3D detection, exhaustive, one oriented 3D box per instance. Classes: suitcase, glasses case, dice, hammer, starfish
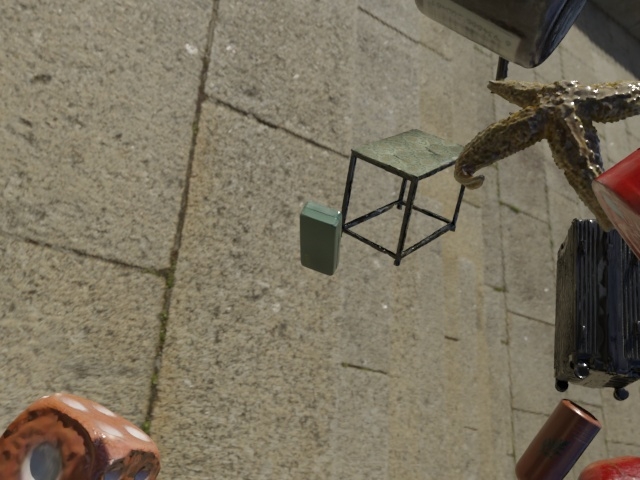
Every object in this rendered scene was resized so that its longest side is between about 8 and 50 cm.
[{"bbox_3d":[0.580,0.142,1.246,0.152,0.230,0.335,5,70,13],"label":"suitcase"},{"bbox_3d":[0.000,0.000,1.211,0.077,0.184,0.039,19,57,12],"label":"glasses case"},{"bbox_3d":[-0.362,0.340,0.890,0.175,0.173,0.179,-62,158,-10],"label":"dice"},{"bbox_3d":[0.455,-0.529,1.463,0.027,0.125,0.298,15,79,-52],"label":"hammer"},{"bbox_3d":[0.489,-0.194,1.160,0.082,0.431,0.324,41,65,-64],"label":"starfish"}]

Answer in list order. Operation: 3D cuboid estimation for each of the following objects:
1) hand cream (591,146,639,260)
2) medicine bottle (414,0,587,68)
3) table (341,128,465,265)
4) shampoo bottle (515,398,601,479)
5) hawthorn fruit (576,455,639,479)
[{"bbox_3d":[0.455,-0.027,0.719,0.230,0.149,0.230,51,12,-15],"label":"hand cream"},{"bbox_3d":[0.192,-0.347,0.748,0.273,0.165,0.165,37,49,17],"label":"medicine bottle"},{"bbox_3d":[0.247,-0.134,1.732,0.335,0.222,0.273,-25,132,-45],"label":"table"},{"bbox_3d":[0.419,0.414,1.116,0.085,0.085,0.244,27,97,-26],"label":"shampoo bottle"},{"bbox_3d":[0.654,0.605,1.290,0.307,0.265,0.266,25,58,-47],"label":"hawthorn fruit"}]
